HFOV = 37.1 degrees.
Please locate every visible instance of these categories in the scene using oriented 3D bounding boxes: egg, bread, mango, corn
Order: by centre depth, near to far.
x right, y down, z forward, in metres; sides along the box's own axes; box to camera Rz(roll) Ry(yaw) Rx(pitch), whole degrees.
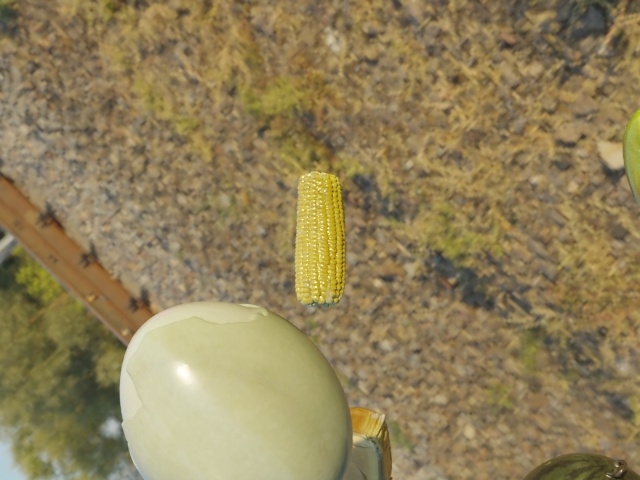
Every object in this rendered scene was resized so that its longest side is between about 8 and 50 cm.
[{"bbox_3d":[-0.117,0.216,1.233,0.278,0.278,0.336,20,148,57],"label":"egg"},{"bbox_3d":[0.516,-0.089,1.414,0.232,0.111,0.125,58,-166,-14],"label":"mango"},{"bbox_3d":[0.000,0.000,1.710,0.093,0.244,0.093,0,167,0],"label":"corn"},{"bbox_3d":[0.088,0.482,2.132,0.136,0.107,0.241,5,125,17],"label":"bread"}]

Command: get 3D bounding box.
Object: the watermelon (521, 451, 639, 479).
[{"bbox_3d":[0.450,0.521,1.652,0.279,0.359,0.279,18,-164,-5],"label":"watermelon"}]
